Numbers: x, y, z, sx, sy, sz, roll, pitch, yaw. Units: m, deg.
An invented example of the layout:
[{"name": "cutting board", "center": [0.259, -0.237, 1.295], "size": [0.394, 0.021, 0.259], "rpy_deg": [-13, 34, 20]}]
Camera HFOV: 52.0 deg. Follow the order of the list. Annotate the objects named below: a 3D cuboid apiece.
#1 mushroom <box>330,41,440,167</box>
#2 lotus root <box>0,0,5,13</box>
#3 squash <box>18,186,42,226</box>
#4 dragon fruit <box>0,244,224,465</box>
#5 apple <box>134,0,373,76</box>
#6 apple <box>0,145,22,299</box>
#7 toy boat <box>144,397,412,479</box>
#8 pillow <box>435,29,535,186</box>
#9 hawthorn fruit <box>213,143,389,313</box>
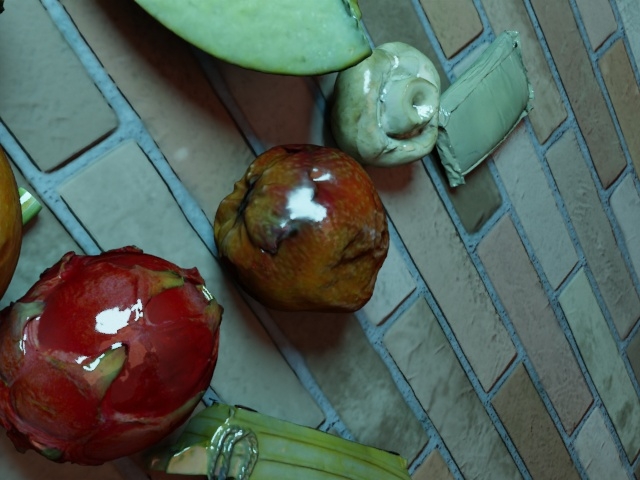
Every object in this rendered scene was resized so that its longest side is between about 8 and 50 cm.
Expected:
[{"name": "mushroom", "center": [0.075, -0.148, 0.726], "size": [0.148, 0.112, 0.148], "rpy_deg": [-4, 99, -28]}, {"name": "lotus root", "center": [-0.341, -0.221, 0.384], "size": [0.310, 0.183, 0.182], "rpy_deg": [40, 70, -27]}, {"name": "squash", "center": [-0.268, -0.006, 0.537], "size": [0.083, 0.027, 0.027], "rpy_deg": [-51, 118, -21]}, {"name": "dragon fruit", "center": [-0.172, 0.089, 0.527], "size": [0.209, 0.172, 0.172], "rpy_deg": [-32, 110, -22]}, {"name": "apple", "center": [-0.083, -0.298, 0.563], "size": [0.254, 0.179, 0.346], "rpy_deg": [-44, 114, -23]}, {"name": "apple", "center": [-0.294, -0.008, 0.412], "size": [0.209, 0.209, 0.164], "rpy_deg": [-7, 78, -35]}, {"name": "toy boat", "center": [-0.030, 0.249, 0.680], "size": [0.310, 0.089, 0.115], "rpy_deg": [28, 66, -33]}, {"name": "pillow", "center": [0.213, -0.175, 0.858], "size": [0.208, 0.053, 0.119], "rpy_deg": [-45, 120, -25]}, {"name": "hawthorn fruit", "center": [-0.011, -0.003, 0.644], "size": [0.173, 0.173, 0.179], "rpy_deg": [-40, 113, -27]}]
